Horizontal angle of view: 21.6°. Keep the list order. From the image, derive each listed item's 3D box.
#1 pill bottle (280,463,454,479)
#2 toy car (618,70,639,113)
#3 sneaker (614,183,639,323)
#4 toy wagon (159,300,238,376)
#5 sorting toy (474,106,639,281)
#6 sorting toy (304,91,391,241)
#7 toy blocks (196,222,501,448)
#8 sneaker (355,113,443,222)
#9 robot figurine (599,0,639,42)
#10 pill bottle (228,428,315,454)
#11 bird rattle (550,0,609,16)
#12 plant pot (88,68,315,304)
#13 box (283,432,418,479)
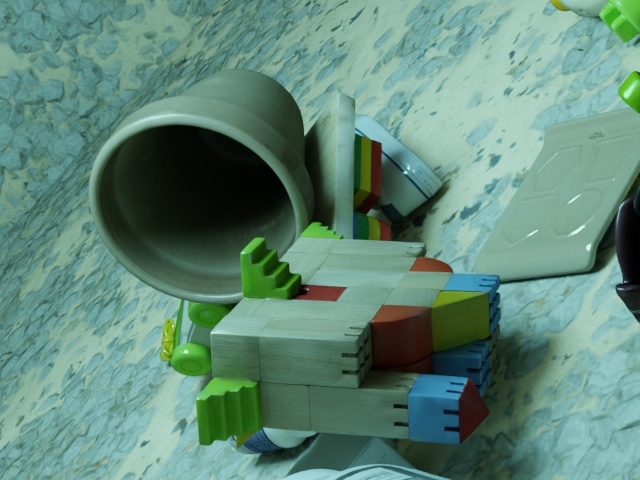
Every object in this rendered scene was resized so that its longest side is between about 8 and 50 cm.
[{"bbox_3d":[0.077,0.291,1.333,0.210,0.210,0.363,-53,22,-16],"label":"pill bottle"},{"bbox_3d":[0.404,-0.141,1.598,0.155,0.149,0.188,-53,31,17],"label":"toy car"},{"bbox_3d":[0.356,-0.030,1.439,0.281,0.162,0.106,-52,22,-13],"label":"sneaker"},{"bbox_3d":[-0.151,0.049,2.239,0.344,0.068,0.267,113,165,-51],"label":"toy wagon"},{"bbox_3d":[0.272,-0.046,1.805,0.193,0.038,0.208,-10,46,57],"label":"sorting toy"},{"bbox_3d":[0.000,0.000,2.051,0.257,0.089,0.255,-51,28,44],"label":"sorting toy"},{"bbox_3d":[0.063,0.092,1.675,0.260,0.191,0.381,3,19,16],"label":"toy blocks"},{"bbox_3d":[0.069,-0.094,2.175,0.091,0.094,0.258,-42,22,-1],"label":"sneaker"},{"bbox_3d":[0.384,-0.288,1.967,0.115,0.067,0.101,-43,49,9],"label":"robot figurine"},{"bbox_3d":[-0.052,0.206,1.912,0.120,0.067,0.067,-18,35,51],"label":"pill bottle"},{"bbox_3d":[0.386,-0.367,2.093,0.253,0.143,0.207,16,75,52],"label":"bird rattle"},{"bbox_3d":[-0.116,-0.092,1.998,0.263,0.263,0.229,-32,20,33],"label":"plant pot"},{"bbox_3d":[0.034,0.242,1.661,0.102,0.087,0.101,-49,22,-8],"label":"box"}]
